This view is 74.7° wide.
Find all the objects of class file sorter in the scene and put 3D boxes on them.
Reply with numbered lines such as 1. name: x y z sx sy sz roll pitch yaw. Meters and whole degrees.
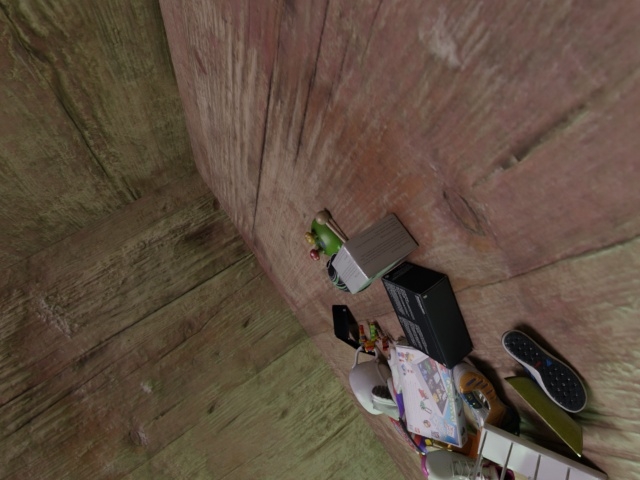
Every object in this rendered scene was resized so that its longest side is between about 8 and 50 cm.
1. file sorter: 0.523 0.631 1.055 0.277 0.173 0.193 16 141 29

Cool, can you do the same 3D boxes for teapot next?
1. teapot: 0.264 0.645 1.921 0.256 0.187 0.253 44 -165 -23

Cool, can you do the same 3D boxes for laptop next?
1. laptop: 0.167 0.450 2.108 0.264 0.137 0.234 33 165 -8

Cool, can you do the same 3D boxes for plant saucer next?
1. plant saucer: 0.506 0.375 0.947 0.188 0.045 0.188 49 -174 26

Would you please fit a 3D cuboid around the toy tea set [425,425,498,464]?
1. toy tea set: 0.512 0.662 1.403 0.199 0.124 0.336 26 146 -13

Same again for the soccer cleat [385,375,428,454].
1. soccer cleat: 0.356 0.647 1.609 0.108 0.116 0.318 40 -160 -38

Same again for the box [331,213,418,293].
1. box: 0.148 0.042 1.189 0.119 0.181 0.181 55 162 12

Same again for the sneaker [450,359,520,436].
1. sneaker: 0.476 0.470 1.220 0.297 0.111 0.131 61 -177 -15

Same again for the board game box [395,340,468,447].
1. board game box: 0.351 0.482 1.338 0.192 0.053 0.306 -3 99 44

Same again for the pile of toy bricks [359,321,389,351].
1. pile of toy bricks: 0.220 0.395 1.767 0.212 0.117 0.105 137 129 -88

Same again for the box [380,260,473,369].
1. box: 0.301 0.209 1.195 0.184 0.103 0.261 26 144 64

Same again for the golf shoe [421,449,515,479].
1. golf shoe: 0.461 0.713 1.303 0.306 0.115 0.140 19 139 -17

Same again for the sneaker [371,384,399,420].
1. sneaker: 0.348 0.699 1.754 0.281 0.105 0.115 14 118 23

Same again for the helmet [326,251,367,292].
1. helmet: 0.104 0.098 1.432 0.169 0.169 0.162 50 144 23

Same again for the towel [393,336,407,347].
1. towel: 0.372 0.444 1.497 0.187 0.049 0.282 58 162 -5

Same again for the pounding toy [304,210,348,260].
1. pounding toy: 0.000 0.000 1.625 0.183 0.110 0.237 55 163 6

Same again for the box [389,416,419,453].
1. box: 0.404 0.819 1.877 0.128 0.122 0.257 59 170 0

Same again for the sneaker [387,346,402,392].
1. sneaker: 0.297 0.474 1.557 0.115 0.090 0.232 51 153 45

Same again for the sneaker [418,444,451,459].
1. sneaker: 0.466 0.818 1.664 0.124 0.180 0.321 35 152 50

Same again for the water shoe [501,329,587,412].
1. water shoe: 0.485 0.273 0.911 0.203 0.073 0.080 49 -172 19

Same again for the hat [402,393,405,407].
1. hat: 0.397 0.536 1.483 0.208 0.183 0.173 -43 76 33
